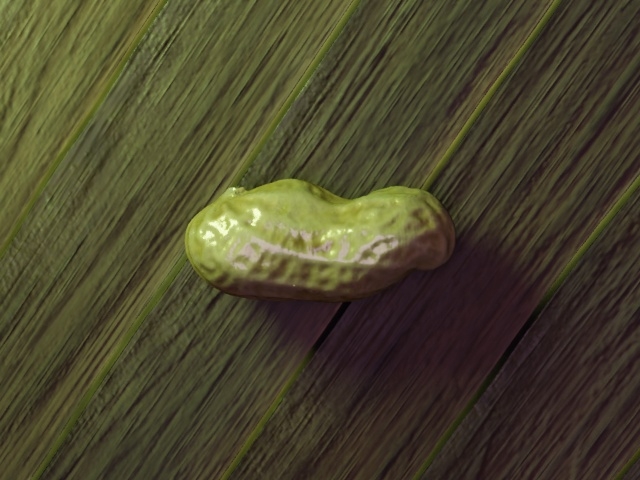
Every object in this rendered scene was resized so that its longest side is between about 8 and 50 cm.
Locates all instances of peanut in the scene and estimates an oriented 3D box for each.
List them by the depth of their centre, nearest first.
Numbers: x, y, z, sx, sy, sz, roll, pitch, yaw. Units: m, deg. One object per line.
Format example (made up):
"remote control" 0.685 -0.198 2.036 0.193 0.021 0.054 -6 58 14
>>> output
"peanut" 0.000 0.000 1.763 0.325 0.140 0.153 -6 80 6
